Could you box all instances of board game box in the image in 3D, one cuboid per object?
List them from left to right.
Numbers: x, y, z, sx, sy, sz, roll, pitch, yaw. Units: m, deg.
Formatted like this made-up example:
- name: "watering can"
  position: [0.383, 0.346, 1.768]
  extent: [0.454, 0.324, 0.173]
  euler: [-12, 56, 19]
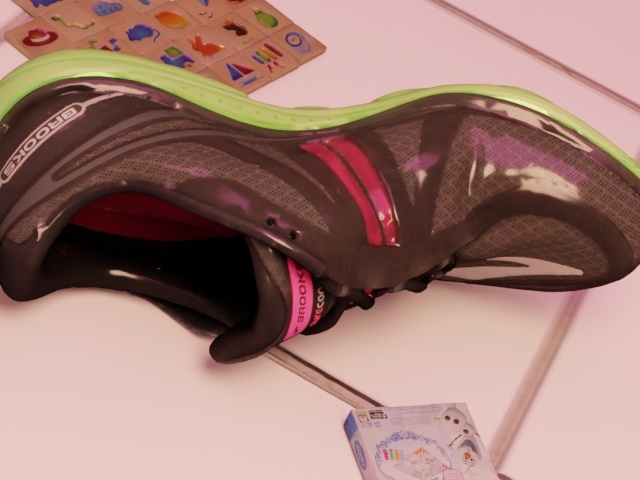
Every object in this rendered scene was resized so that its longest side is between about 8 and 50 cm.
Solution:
- name: "board game box"
  position: [0.071, 0.151, 0.997]
  extent: [0.090, 0.020, 0.090]
  euler: [0, 46, -24]

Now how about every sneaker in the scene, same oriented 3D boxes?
- name: "sneaker"
  position: [0.000, 0.000, 1.028]
  extent: [0.482, 0.185, 0.202]
  euler: [3, 52, -7]

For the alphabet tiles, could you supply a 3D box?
- name: "alphabet tiles"
  position: [-0.138, -0.177, 1.253]
  extent: [0.198, 0.009, 0.237]
  euler: [39, 45, 17]
